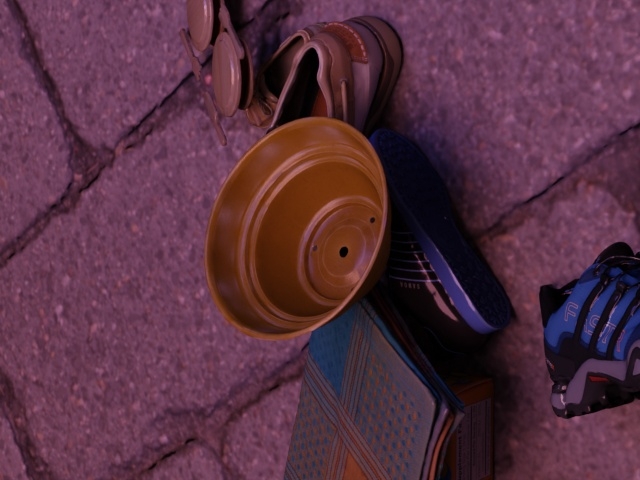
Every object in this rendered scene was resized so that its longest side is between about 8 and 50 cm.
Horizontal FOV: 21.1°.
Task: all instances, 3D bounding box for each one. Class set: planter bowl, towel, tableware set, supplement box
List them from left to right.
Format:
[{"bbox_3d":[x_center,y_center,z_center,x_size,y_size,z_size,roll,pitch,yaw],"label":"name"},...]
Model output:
[{"bbox_3d":[-0.099,-0.209,1.802,0.128,0.039,0.194,105,152,-43],"label":"tableware set"},{"bbox_3d":[0.000,0.000,1.625,0.217,0.090,0.217,-16,63,35],"label":"planter bowl"},{"bbox_3d":[0.041,0.221,1.714,0.271,0.040,0.370,-123,35,-47],"label":"towel"},{"bbox_3d":[0.121,0.248,1.697,0.078,0.080,0.234,8,102,41],"label":"supplement box"}]

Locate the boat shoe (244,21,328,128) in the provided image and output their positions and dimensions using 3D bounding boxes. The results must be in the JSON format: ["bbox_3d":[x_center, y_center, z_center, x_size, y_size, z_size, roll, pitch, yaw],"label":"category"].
[{"bbox_3d":[-0.040,-0.169,1.776,0.153,0.048,0.056,-41,71,42],"label":"boat shoe"}]

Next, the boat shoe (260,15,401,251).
[{"bbox_3d":[-0.015,-0.082,1.731,0.113,0.103,0.302,32,122,32],"label":"boat shoe"}]

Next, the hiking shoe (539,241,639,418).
[{"bbox_3d":[0.272,0.059,1.452,0.304,0.113,0.132,-34,70,56],"label":"hiking shoe"}]

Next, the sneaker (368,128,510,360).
[{"bbox_3d":[0.090,0.007,1.668,0.090,0.081,0.232,-39,72,37],"label":"sneaker"}]
